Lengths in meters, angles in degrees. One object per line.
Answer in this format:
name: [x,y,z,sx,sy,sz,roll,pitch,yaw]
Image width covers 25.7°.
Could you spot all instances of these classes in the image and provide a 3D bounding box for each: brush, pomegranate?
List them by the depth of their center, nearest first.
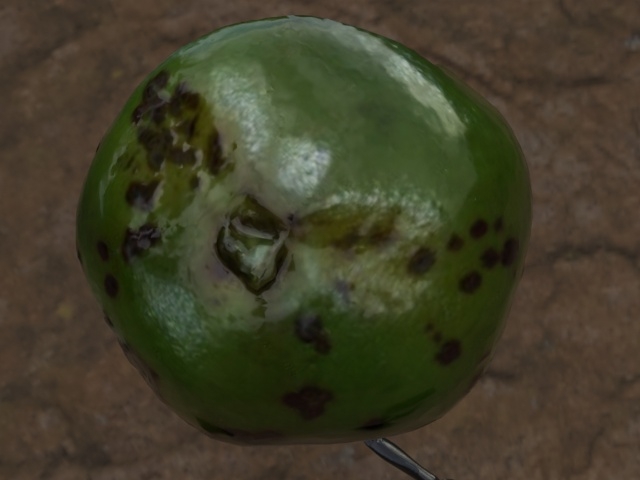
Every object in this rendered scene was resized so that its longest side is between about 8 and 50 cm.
pomegranate: [0.008,0.008,0.465,0.143,0.169,0.122,-47,63,3]
brush: [0.054,0.115,0.661,0.008,0.083,0.024,-47,12,34]
